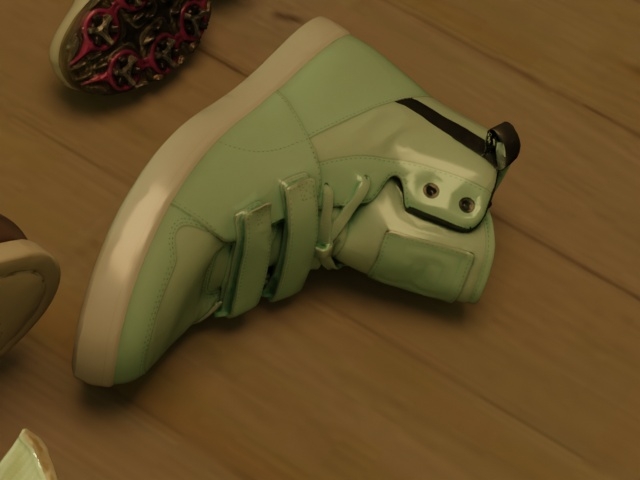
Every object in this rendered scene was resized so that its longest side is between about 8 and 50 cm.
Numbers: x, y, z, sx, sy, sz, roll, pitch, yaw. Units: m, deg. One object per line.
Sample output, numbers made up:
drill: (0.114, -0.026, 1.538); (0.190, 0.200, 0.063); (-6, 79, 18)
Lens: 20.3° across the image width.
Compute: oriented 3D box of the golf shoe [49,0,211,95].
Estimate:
golf shoe: (-0.099, -0.143, 0.991); (0.086, 0.067, 0.186); (3, 43, 36)

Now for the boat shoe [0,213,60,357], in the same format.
boat shoe: (-0.265, 0.053, 0.733); (0.324, 0.116, 0.097); (-27, 61, -24)

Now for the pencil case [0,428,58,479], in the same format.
pencil case: (-0.174, 0.244, 0.539); (0.183, 0.160, 0.410); (41, 52, 13)

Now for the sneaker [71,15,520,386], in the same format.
sneaker: (0.000, -0.001, 0.850); (0.151, 0.094, 0.256); (30, 50, 12)
